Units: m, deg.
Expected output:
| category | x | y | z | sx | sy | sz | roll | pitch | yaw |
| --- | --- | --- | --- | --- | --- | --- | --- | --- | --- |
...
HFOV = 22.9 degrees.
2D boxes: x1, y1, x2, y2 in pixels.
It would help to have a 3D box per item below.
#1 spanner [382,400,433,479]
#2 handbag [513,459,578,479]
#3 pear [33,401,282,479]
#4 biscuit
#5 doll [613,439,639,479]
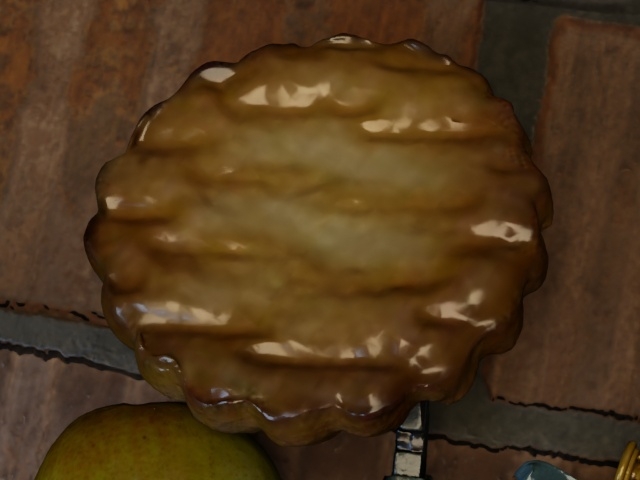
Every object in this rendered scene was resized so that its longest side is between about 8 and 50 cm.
| category | x | y | z | sx | sy | sz | roll | pitch | yaw |
| --- | --- | --- | --- | --- | --- | --- | --- | --- | --- |
| spanner | 0.057 | 0.218 | 1.096 | 0.040 | 0.095 | 0.325 | 4 | 82 | 10 |
| handbag | 0.197 | 0.263 | 1.071 | 0.221 | 0.057 | 0.144 | 31 | 113 | 12 |
| pear | -0.107 | 0.207 | 1.079 | 0.200 | 0.200 | 0.200 | -2 | 81 | 9 |
| biscuit | 0.000 | 0.000 | 1.101 | 0.325 | 0.107 | 0.326 | -4 | 58 | 6 |
| doll | 0.264 | 0.188 | 1.085 | 0.127 | 0.073 | 0.084 | 18 | 111 | 17 |
